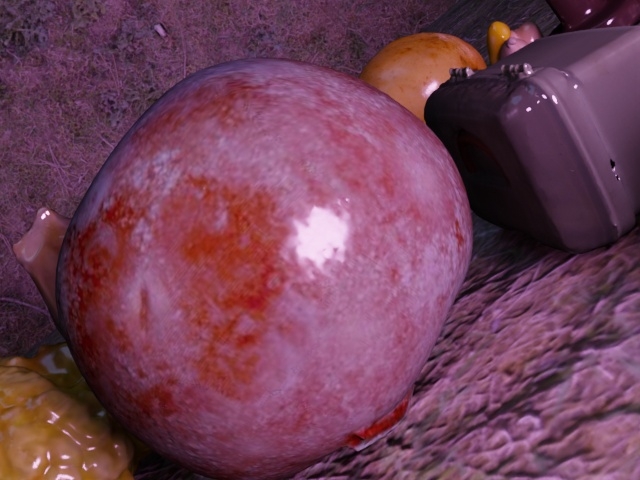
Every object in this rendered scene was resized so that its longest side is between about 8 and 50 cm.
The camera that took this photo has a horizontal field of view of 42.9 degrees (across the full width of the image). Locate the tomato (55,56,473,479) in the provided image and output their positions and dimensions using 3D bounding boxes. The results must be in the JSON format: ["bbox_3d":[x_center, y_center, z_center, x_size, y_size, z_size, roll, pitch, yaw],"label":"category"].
[{"bbox_3d":[-0.037,0.020,0.611,0.317,0.282,0.317,-49,12,14],"label":"tomato"}]

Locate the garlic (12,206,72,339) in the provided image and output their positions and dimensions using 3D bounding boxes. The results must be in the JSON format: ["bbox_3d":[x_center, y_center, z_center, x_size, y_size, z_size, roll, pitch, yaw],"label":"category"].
[{"bbox_3d":[-0.189,0.060,1.059,0.339,0.246,0.231,-16,-17,-5],"label":"garlic"}]

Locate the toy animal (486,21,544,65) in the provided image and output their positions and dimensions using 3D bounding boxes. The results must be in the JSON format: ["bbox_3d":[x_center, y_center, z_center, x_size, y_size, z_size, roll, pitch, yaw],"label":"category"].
[{"bbox_3d":[0.283,-0.272,1.137,0.082,0.091,0.114,-26,11,-3],"label":"toy animal"}]

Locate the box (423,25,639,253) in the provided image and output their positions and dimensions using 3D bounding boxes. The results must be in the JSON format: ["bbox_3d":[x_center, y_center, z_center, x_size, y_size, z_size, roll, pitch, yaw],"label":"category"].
[{"bbox_3d":[0.181,-0.085,0.642,0.129,0.148,0.210,-32,15,-3],"label":"box"}]

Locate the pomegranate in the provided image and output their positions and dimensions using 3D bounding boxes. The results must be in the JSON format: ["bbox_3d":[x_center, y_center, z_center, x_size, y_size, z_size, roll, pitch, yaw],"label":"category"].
[{"bbox_3d":[0.119,-0.179,1.062,0.196,0.196,0.196,-37,13,10],"label":"pomegranate"}]

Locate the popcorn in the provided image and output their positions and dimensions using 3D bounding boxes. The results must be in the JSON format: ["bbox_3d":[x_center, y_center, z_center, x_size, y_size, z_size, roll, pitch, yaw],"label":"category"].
[{"bbox_3d":[-0.254,0.198,0.787,0.251,0.206,0.237,-28,0,2],"label":"popcorn"}]

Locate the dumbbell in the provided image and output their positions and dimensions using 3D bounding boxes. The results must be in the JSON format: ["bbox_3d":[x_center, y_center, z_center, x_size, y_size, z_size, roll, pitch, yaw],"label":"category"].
[{"bbox_3d":[0.286,-0.334,1.004,0.140,0.225,0.124,-31,18,39],"label":"dumbbell"}]
